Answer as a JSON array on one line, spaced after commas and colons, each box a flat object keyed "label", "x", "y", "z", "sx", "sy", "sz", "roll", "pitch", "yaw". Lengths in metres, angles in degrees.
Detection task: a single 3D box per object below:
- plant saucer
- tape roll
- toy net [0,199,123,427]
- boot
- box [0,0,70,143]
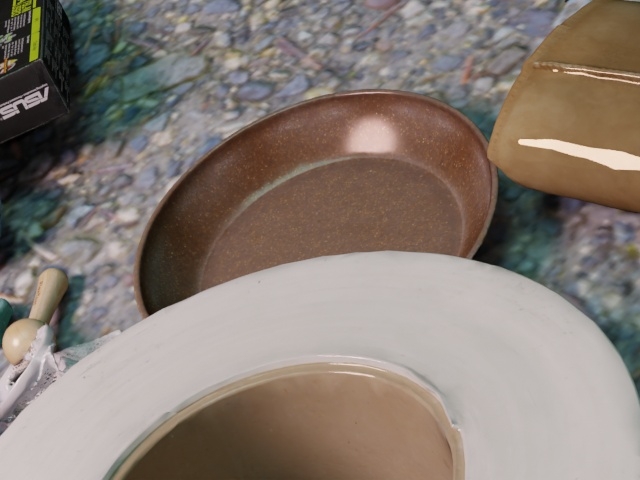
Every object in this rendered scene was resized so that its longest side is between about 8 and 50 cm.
[{"label": "plant saucer", "x": 0.000, "y": 0.000, "z": 0.769, "sx": 0.199, "sy": 0.036, "sz": 0.198, "roll": -14, "pitch": 43, "yaw": 13}, {"label": "tape roll", "x": -0.004, "y": 0.130, "z": 0.564, "sx": 0.286, "sy": 0.100, "sz": 0.286, "roll": -15, "pitch": 34, "yaw": 10}, {"label": "toy net", "x": -0.190, "y": 0.047, "z": 0.811, "sx": 0.122, "sy": 0.045, "sz": 0.232, "roll": -39, "pitch": 43, "yaw": -14}, {"label": "boot", "x": 0.190, "y": -0.014, "z": 0.654, "sx": 0.270, "sy": 0.089, "sz": 0.236, "roll": 18, "pitch": 45, "yaw": 38}, {"label": "box", "x": -0.251, "y": -0.093, "z": 0.958, "sx": 0.184, "sy": 0.045, "sz": 0.190, "roll": -23, "pitch": 26, "yaw": 1}]
